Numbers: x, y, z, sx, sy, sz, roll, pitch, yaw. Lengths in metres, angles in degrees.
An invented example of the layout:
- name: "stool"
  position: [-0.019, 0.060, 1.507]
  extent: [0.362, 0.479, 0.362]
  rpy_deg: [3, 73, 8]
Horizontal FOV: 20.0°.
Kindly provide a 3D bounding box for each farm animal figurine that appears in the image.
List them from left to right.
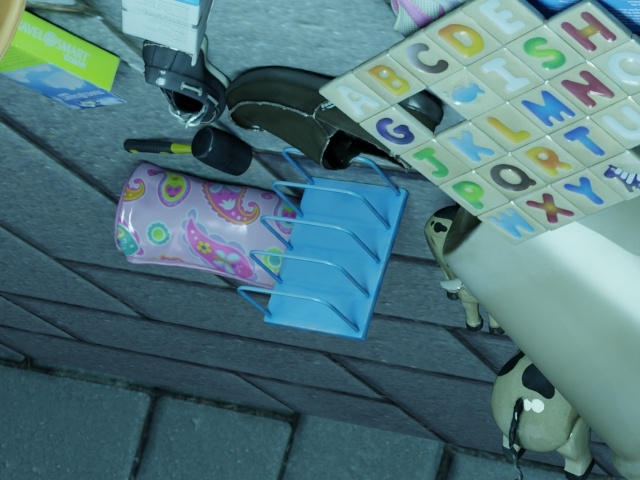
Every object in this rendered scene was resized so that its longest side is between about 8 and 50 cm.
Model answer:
- name: "farm animal figurine"
  position: [0.234, 0.073, 1.729]
  extent: [0.330, 0.326, 0.172]
  rpy_deg: [5, 142, 20]

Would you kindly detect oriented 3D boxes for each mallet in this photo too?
- name: "mallet"
  position: [-0.144, -0.096, 1.959]
  extent: [0.062, 0.039, 0.190]
  rpy_deg: [22, 170, -33]

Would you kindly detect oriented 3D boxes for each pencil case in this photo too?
- name: "pencil case"
  position: [-0.092, -0.003, 2.078]
  extent: [0.284, 0.124, 0.124]
  rpy_deg: [14, 166, 9]

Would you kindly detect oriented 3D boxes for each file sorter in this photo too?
- name: "file sorter"
  position: [0.000, 0.000, 1.889]
  extent: [0.118, 0.170, 0.104]
  rpy_deg: [9, 161, 27]

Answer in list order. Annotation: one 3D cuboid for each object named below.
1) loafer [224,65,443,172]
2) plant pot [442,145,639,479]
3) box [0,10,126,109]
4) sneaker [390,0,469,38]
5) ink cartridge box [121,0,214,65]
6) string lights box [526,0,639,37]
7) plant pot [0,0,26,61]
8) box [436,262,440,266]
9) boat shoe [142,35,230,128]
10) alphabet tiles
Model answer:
- name: "loafer"
  position: [0.002, -0.106, 1.650]
  extent: [0.220, 0.078, 0.080]
  rpy_deg: [7, 164, 32]
- name: "plant pot"
  position: [0.264, 0.013, 1.457]
  extent: [0.280, 0.323, 0.323]
  rpy_deg: [34, 164, -4]
- name: "box"
  position: [-0.279, -0.181, 1.741]
  extent: [0.178, 0.042, 0.109]
  rpy_deg: [26, 164, -36]
- name: "sneaker"
  position: [0.113, -0.167, 1.268]
  extent: [0.111, 0.103, 0.252]
  rpy_deg: [8, 156, 33]
- name: "ink cartridge box"
  position: [-0.103, -0.205, 1.319]
  extent: [0.060, 0.104, 0.180]
  rpy_deg: [16, 166, -2]
- name: "string lights box"
  position: [0.172, -0.193, 1.122]
  extent: [0.133, 0.076, 0.260]
  rpy_deg: [7, 164, 35]
- name: "plant pot"
  position: [-0.375, -0.218, 1.279]
  extent: [0.291, 0.291, 0.203]
  rpy_deg: [26, 180, -37]
- name: "box"
  position: [0.178, 0.012, 1.957]
  extent: [0.083, 0.062, 0.052]
  rpy_deg: [24, 165, -31]
- name: "boat shoe"
  position: [-0.132, -0.140, 1.691]
  extent: [0.075, 0.065, 0.206]
  rpy_deg: [14, 166, 8]
- name: "alphabet tiles"
  position: [0.141, -0.084, 1.231]
  extent: [0.198, 0.009, 0.237]
  rpy_deg: [37, 146, -22]
